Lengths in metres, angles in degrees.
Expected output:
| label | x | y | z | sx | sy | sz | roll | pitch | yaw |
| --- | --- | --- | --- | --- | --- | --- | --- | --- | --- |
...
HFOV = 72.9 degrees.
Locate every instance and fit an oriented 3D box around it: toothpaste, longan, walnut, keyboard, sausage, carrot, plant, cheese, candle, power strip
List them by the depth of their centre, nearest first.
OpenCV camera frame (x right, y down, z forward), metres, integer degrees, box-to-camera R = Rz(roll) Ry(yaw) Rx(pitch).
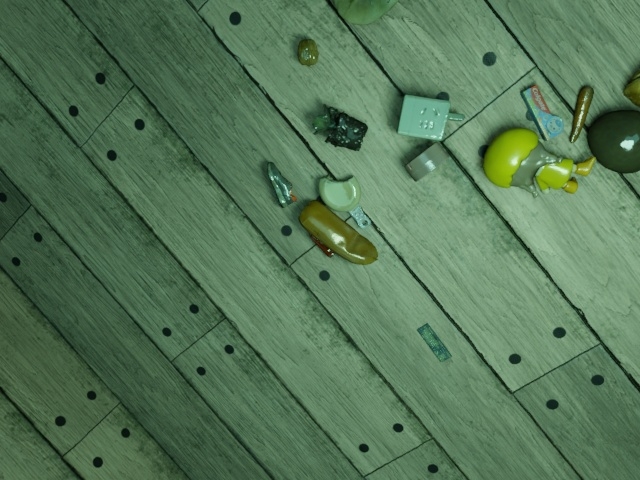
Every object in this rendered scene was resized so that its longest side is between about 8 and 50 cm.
| label | x | y | z | sx | sy | sz | roll | pitch | yaw |
| --- | --- | --- | --- | --- | --- | --- | --- | --- | --- |
| longan | 1.000 | -0.328 | 1.427 | 0.196 | 0.196 | 0.220 | -35 | 83 | 17 |
| carrot | 0.897 | -0.433 | 1.499 | 0.047 | 0.047 | 0.191 | 11 | 109 | 9 |
| toothpaste | 0.779 | -0.452 | 1.517 | 0.070 | 0.044 | 0.193 | -28 | 97 | 15 |
| power strip | 0.396 | -0.432 | 1.551 | 0.224 | 0.139 | 0.140 | 12 | 105 | 9 |
| power strip | 0.389 | -0.288 | 1.584 | 0.154 | 0.154 | 0.078 | -37 | 91 | 17 |
| walnut | -0.046 | -0.696 | 1.611 | 0.079 | 0.082 | 0.096 | -9 | 101 | -15 |
| plant | 0.074 | -0.419 | 1.626 | 0.203 | 0.131 | 0.142 | 19 | 110 | 8 |
| cheese | 0.093 | -0.149 | 1.721 | 0.163 | 0.071 | 0.249 | -15 | 101 | 15 |
| sausage | 0.074 | -0.016 | 1.729 | 0.354 | 0.134 | 0.116 | 39 | 140 | 1 |
| candle | 0.000 | 0.000 | 1.788 | 0.162 | 0.048 | 0.053 | 47 | 151 | -9 |
| keyboard | 0.477 | 0.429 | 1.814 | 0.055 | 0.014 | 0.176 | -35 | 94 | 21 |

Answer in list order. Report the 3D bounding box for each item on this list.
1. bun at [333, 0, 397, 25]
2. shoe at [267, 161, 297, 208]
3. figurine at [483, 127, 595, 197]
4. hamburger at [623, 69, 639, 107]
| label | x | y | z | sx | sy | sz | roll | pitch | yaw |
| --- | --- | --- | --- | --- | --- | --- | --- | --- | --- |
| bun | 0.152 | -0.890 | 1.477 | 0.272 | 0.168 | 0.273 | 3 | 112 | 9 |
| shoe | -0.156 | -0.231 | 1.757 | 0.077 | 0.074 | 0.194 | -18 | 102 | 4 |
| figurine | 0.747 | -0.267 | 1.508 | 0.343 | 0.187 | 0.215 | 14 | 118 | 1 |
| hamburger | 1.088 | -0.470 | 1.369 | 0.213 | 0.214 | 0.108 | 30 | 106 | 3 |
